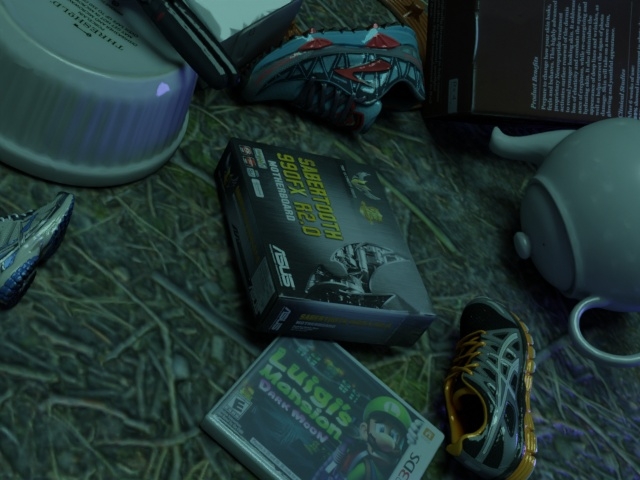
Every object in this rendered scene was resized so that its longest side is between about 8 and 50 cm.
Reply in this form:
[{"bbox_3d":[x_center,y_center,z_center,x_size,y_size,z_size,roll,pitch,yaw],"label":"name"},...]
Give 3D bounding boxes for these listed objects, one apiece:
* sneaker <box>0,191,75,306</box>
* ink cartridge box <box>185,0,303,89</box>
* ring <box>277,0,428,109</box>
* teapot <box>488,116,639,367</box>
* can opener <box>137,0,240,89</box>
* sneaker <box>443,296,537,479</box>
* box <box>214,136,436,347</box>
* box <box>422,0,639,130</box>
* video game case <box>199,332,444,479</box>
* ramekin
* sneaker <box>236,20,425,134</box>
[{"bbox_3d":[-0.264,-0.006,0.851,0.058,0.052,0.135,28,41,-4],"label":"sneaker"},{"bbox_3d":[-0.126,-0.292,1.100,0.127,0.128,0.176,-34,87,-22],"label":"ink cartridge box"},{"bbox_3d":[0.047,-0.316,1.361,0.336,0.032,0.337,19,44,-20],"label":"ring"},{"bbox_3d":[0.328,-0.013,1.162,0.187,0.253,0.256,-18,20,-3],"label":"teapot"},{"bbox_3d":[-0.143,-0.221,0.934,0.059,0.073,0.186,-21,76,-53],"label":"can opener"},{"bbox_3d":[0.165,0.142,0.977,0.083,0.084,0.215,24,43,-25],"label":"sneaker"},{"bbox_3d":[0.000,0.000,1.003,0.183,0.056,0.231,9,42,-28],"label":"box"},{"bbox_3d":[0.338,-0.247,1.324,0.381,0.143,0.191,3,92,-25],"label":"box"},{"bbox_3d":[0.008,0.176,0.891,0.190,0.022,0.173,40,41,4],"label":"video game case"},{"bbox_3d":[-0.245,-0.195,0.978,0.272,0.127,0.273,20,43,-20],"label":"ramekin"},{"bbox_3d":[0.026,-0.191,1.175,0.261,0.104,0.125,-15,82,-27],"label":"sneaker"}]
